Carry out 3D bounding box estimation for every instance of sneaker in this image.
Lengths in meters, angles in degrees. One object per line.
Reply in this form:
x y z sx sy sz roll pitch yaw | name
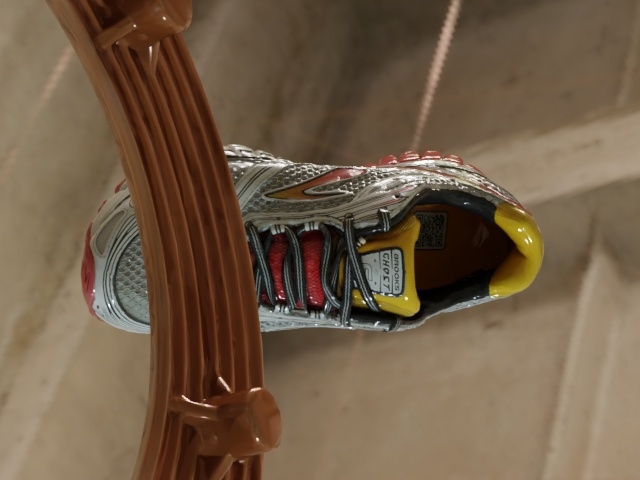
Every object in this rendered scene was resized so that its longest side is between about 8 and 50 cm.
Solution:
0.000 0.000 0.809 0.225 0.088 0.092 -9 -164 -22 | sneaker

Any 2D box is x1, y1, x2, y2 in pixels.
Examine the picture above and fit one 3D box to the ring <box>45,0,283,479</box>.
-0.095 -0.010 0.460 0.032 0.337 0.337 -15 -143 26 | ring
